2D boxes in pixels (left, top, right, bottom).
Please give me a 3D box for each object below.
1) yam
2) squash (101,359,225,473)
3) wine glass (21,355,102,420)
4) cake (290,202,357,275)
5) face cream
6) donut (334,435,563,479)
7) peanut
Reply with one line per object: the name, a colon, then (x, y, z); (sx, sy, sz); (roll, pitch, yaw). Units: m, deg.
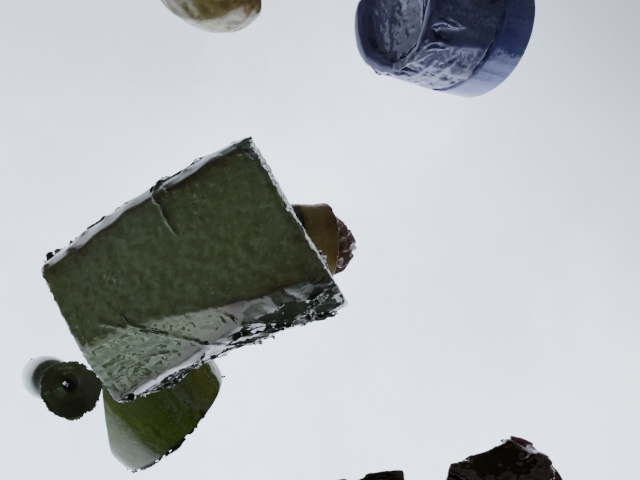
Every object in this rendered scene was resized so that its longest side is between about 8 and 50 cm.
yam: (-0.130, 0.043, 0.673); (0.271, 0.201, 0.202); (-27, -104, 2)
squash: (-0.263, 0.138, 0.835); (0.260, 0.189, 0.189); (52, -132, -18)
wine glass: (-0.363, 0.190, 0.887); (0.074, 0.262, 0.074); (4, -98, -31)
cake: (0.000, 0.000, 1.506); (0.178, 0.185, 0.208); (-10, -87, -23)
face cream: (0.207, -0.393, 1.150); (0.225, 0.249, 0.249); (6, -131, -32)
donut: (0.148, 0.366, 0.739); (0.345, 0.136, 0.259); (-16, -155, -11)
peanut: (-0.146, -0.330, 0.812); (0.159, 0.109, 0.140); (55, -161, 1)
